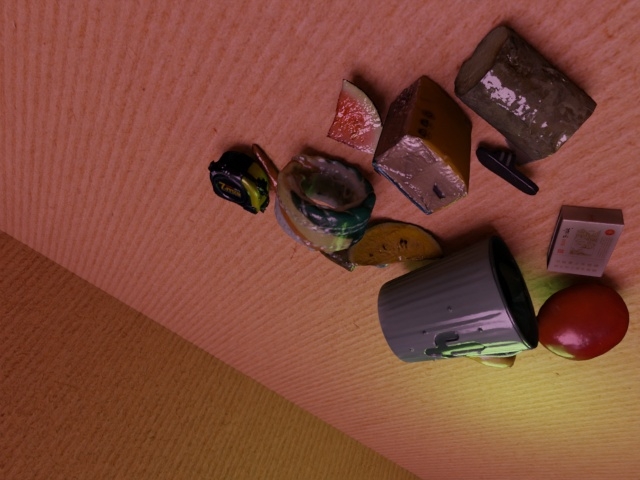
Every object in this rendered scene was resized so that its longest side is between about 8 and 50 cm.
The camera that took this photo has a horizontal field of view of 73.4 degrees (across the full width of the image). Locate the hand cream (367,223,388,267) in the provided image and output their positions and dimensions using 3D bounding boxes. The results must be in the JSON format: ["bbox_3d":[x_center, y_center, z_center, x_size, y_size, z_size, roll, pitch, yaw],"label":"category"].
[{"bbox_3d":[0.171,0.019,1.421,0.095,0.046,0.175,-13,122,38],"label":"hand cream"}]

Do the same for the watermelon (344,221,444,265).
[{"bbox_3d":[0.215,0.022,1.318,0.300,0.129,0.123,-6,130,-4],"label":"watermelon"}]

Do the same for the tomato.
[{"bbox_3d":[0.752,0.241,1.237,0.259,0.180,0.260,-13,143,-10],"label":"tomato"}]

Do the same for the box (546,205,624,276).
[{"bbox_3d":[0.689,0.005,1.132,0.140,0.058,0.201,6,138,21],"label":"box"}]

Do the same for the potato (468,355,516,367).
[{"bbox_3d":[0.526,0.335,1.495,0.300,0.173,0.140,18,136,17],"label":"potato"}]

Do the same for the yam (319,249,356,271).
[{"bbox_3d":[0.000,0.000,1.464,0.317,0.067,0.071,37,167,-17],"label":"yam"}]

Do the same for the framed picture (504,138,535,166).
[{"bbox_3d":[0.486,-0.220,1.020,0.066,0.007,0.089,-18,125,40],"label":"framed picture"}]

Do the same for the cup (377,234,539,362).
[{"bbox_3d":[0.418,0.228,1.254,0.392,0.310,0.401,-23,97,33],"label":"cup"}]

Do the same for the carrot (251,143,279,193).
[{"bbox_3d":[-0.158,-0.212,1.324,0.047,0.047,0.191,-10,128,35],"label":"carrot"}]

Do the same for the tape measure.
[{"bbox_3d":[-0.243,-0.186,1.320,0.198,0.112,0.186,23,153,8],"label":"tape measure"}]

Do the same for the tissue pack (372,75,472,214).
[{"bbox_3d":[0.236,-0.215,0.947,0.192,0.271,0.134,37,135,-18],"label":"tissue pack"}]

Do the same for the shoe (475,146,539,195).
[{"bbox_3d":[0.459,-0.180,1.042,0.179,0.049,0.071,36,177,1],"label":"shoe"}]

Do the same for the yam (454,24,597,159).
[{"bbox_3d":[0.411,-0.287,0.870,0.268,0.161,0.161,35,140,-10],"label":"yam"}]

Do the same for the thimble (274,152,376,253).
[{"bbox_3d":[0.005,-0.109,1.198,0.288,0.254,0.167,42,142,20],"label":"thimble"}]

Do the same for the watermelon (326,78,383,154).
[{"bbox_3d":[0.090,-0.300,1.032,0.136,0.193,0.146,0,118,-32],"label":"watermelon"}]
